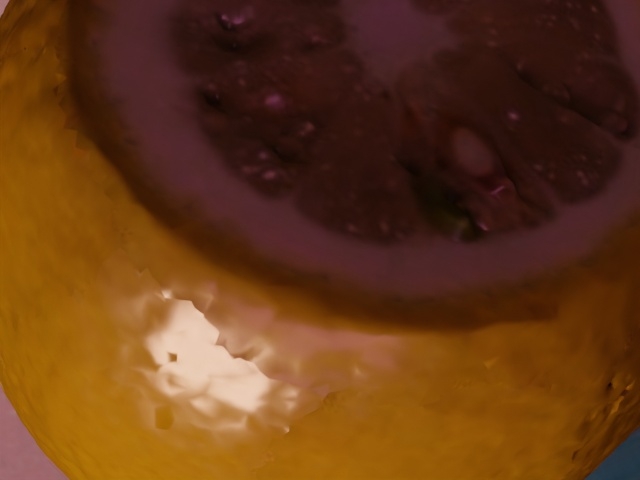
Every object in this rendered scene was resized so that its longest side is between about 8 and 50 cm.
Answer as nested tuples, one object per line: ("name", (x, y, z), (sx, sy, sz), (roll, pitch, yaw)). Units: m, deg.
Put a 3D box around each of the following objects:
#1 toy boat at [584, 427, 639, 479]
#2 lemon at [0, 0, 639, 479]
("toy boat", (0.221, 0.078, 0.736), (0.392, 0.079, 0.136), (-23, 120, 23))
("lemon", (0.000, 0.000, 0.613), (0.240, 0.240, 0.219), (16, 145, -4))
